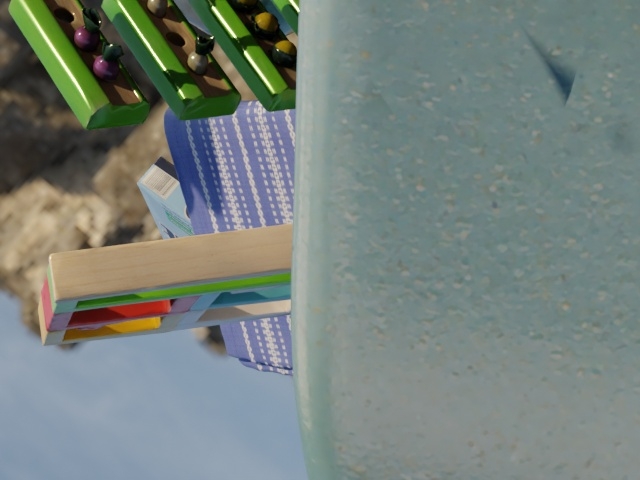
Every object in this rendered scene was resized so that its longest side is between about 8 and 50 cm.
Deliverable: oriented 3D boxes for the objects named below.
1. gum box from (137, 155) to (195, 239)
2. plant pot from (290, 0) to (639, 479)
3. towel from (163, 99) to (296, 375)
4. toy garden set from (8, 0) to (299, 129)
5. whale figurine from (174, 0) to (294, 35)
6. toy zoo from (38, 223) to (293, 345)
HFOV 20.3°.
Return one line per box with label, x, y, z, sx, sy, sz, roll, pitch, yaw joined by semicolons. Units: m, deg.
gum box;-0.098;0.010;1.796;0.157;0.041;0.184;35;165;19
plant pot;0.111;0.028;0.646;0.247;0.252;0.248;8;-170;4
towel;0.000;0.000;1.424;0.336;0.040;0.243;3;114;53
toy garden set;-0.086;-0.169;1.153;0.244;0.049;0.204;-10;-127;-39
whale figurine;-0.024;-0.292;1.533;0.141;0.272;0.216;29;-171;-36
toy zoo;-0.089;0.034;1.187;0.293;0.192;0.030;138;124;-75
